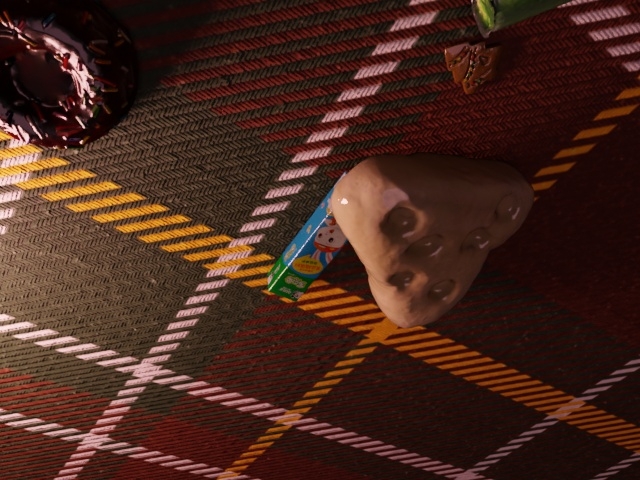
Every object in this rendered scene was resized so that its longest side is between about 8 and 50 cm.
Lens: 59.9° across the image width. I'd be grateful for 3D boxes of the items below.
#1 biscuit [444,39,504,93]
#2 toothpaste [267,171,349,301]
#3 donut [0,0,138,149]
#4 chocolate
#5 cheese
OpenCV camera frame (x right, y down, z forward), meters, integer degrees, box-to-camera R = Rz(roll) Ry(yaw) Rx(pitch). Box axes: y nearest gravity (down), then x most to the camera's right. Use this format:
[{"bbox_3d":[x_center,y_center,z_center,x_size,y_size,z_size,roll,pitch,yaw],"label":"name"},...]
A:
[{"bbox_3d":[0.219,-0.259,0.805,0.092,0.016,0.082,22,124,-23],"label":"biscuit"},{"bbox_3d":[0.000,0.000,0.969,0.065,0.050,0.266,23,124,-25],"label":"toothpaste"},{"bbox_3d":[-0.365,-0.222,0.734,0.235,0.089,0.235,-2,130,-3],"label":"donut"},{"bbox_3d":[0.334,-0.356,0.690,0.292,0.110,0.110,-18,128,5],"label":"chocolate"},{"bbox_3d":[0.132,0.005,0.897,0.329,0.129,0.351,9,129,-36],"label":"cheese"}]
